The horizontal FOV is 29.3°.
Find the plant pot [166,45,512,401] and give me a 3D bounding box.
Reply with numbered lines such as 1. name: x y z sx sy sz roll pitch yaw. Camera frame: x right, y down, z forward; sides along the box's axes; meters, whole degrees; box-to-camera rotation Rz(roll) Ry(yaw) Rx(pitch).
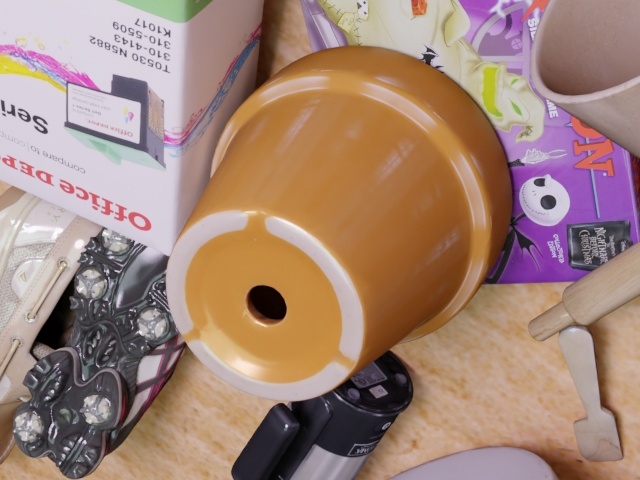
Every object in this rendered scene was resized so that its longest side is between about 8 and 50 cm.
1. plant pot: 0.000 0.000 0.784 0.205 0.188 0.205 10 118 20

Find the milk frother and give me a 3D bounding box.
1. milk frother: -0.021 0.126 0.980 0.135 0.129 0.143 -60 40 33

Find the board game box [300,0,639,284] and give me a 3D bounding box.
1. board game box: 0.095 -0.133 0.815 0.208 0.056 0.347 -5 112 22

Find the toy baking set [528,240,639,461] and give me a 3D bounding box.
1. toy baking set: 0.245 0.080 0.833 0.197 0.030 0.256 41 129 -20

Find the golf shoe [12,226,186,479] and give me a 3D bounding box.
1. golf shoe: -0.150 0.064 0.998 0.105 0.120 0.273 37 102 11

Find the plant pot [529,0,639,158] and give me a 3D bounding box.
1. plant pot: 0.297 -0.090 0.647 0.274 0.256 0.256 38 126 -17

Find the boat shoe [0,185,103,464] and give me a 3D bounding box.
1. boat shoe: -0.252 0.093 1.052 0.098 0.109 0.302 28 118 11

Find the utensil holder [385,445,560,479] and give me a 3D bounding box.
1. utensil holder: 0.135 0.393 0.903 0.327 0.327 0.385 -26 99 32

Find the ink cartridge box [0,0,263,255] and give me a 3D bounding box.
1. ink cartridge box: -0.152 -0.148 0.834 0.201 0.117 0.278 24 138 13
